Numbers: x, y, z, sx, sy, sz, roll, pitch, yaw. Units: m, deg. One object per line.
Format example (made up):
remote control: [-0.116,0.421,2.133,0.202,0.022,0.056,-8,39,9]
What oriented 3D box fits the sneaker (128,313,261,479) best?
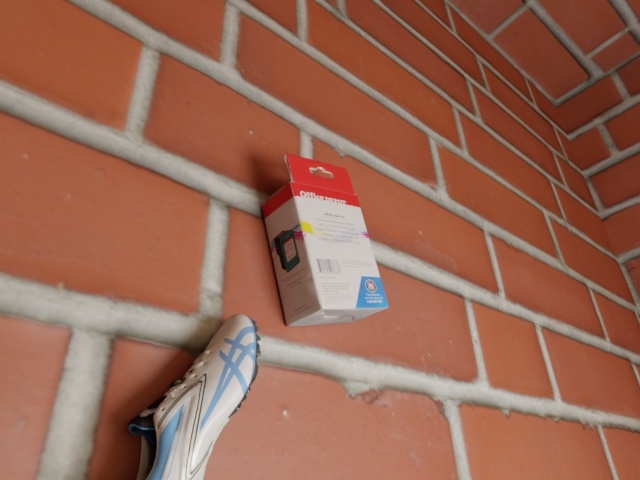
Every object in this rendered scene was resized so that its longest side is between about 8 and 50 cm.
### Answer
sneaker: [-0.125,0.159,0.455,0.086,0.085,0.237,35,42,-13]

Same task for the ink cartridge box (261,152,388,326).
ink cartridge box: [0.000,0.000,0.678,0.134,0.078,0.231,7,61,-43]
